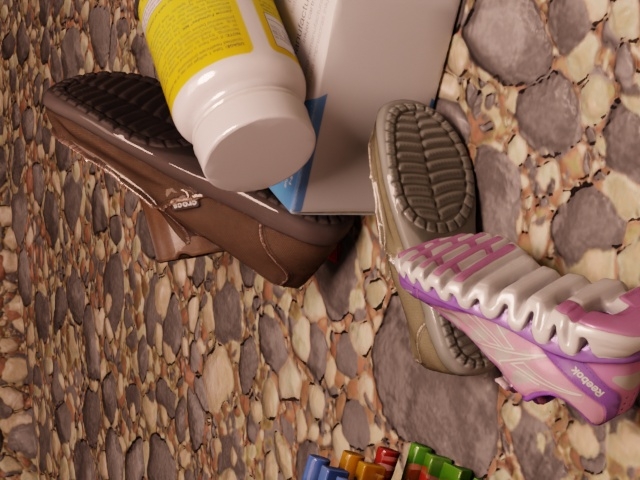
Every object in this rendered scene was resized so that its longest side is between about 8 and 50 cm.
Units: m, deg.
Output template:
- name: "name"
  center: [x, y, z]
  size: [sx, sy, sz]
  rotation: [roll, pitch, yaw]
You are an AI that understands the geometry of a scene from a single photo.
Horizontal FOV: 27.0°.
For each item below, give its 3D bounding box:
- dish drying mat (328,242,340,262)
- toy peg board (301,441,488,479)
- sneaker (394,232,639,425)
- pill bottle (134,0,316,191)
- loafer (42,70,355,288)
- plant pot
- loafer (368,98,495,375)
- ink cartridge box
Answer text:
- name: "dish drying mat"
  center: [0.000, 0.000, 1.409]
  size: [0.083, 0.008, 0.032]
  rotation: [22, 112, 60]
- name: "toy peg board"
  center: [0.061, 0.221, 1.153]
  size: [0.161, 0.160, 0.079]
  rotation: [18, 92, 62]
- name: "sneaker"
  center: [0.148, 0.067, 1.001]
  size: [0.236, 0.095, 0.105]
  rotation: [23, 127, 43]
- name: "pill bottle"
  center: [-0.082, -0.153, 1.153]
  size: [0.119, 0.119, 0.209]
  rotation: [-60, 42, 46]
- name: "loafer"
  center: [-0.144, -0.056, 1.383]
  size: [0.365, 0.134, 0.130]
  rotation: [30, 124, 19]
- name: "plant pot"
  center: [-0.142, -0.064, 1.534]
  size: [0.167, 0.167, 0.165]
  rotation: [-9, 91, 63]
- name: "loafer"
  center: [0.083, 0.001, 1.148]
  size: [0.087, 0.094, 0.251]
  rotation: [-33, 62, 55]
- name: "ink cartridge box"
  center: [-0.015, -0.191, 1.291]
  size: [0.307, 0.129, 0.223]
  rotation: [49, 134, 51]
